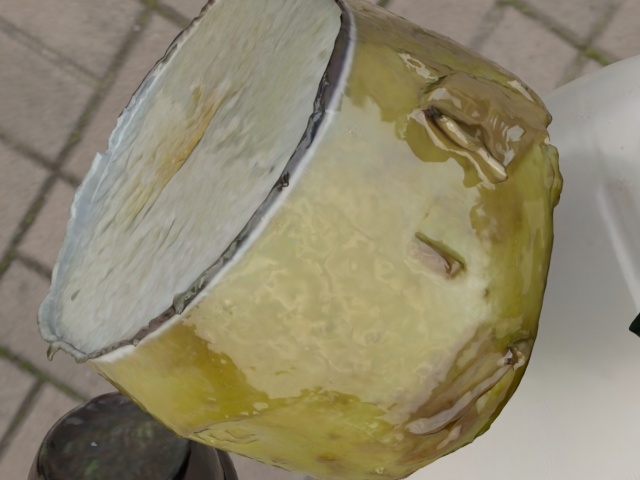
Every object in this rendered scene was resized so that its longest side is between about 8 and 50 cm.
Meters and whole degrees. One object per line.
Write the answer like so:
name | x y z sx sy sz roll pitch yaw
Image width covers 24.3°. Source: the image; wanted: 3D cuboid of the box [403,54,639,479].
box | 0.149 0.063 0.926 0.349 0.141 0.289 -25 79 27

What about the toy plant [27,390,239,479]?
toy plant | -0.135 0.226 1.137 0.218 0.175 0.235 -27 140 -24

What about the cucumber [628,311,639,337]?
cucumber | 0.228 -0.024 0.667 0.062 0.078 0.211 41 97 25

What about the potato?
potato | 0.000 0.000 0.752 0.196 0.300 0.246 35 97 -24
